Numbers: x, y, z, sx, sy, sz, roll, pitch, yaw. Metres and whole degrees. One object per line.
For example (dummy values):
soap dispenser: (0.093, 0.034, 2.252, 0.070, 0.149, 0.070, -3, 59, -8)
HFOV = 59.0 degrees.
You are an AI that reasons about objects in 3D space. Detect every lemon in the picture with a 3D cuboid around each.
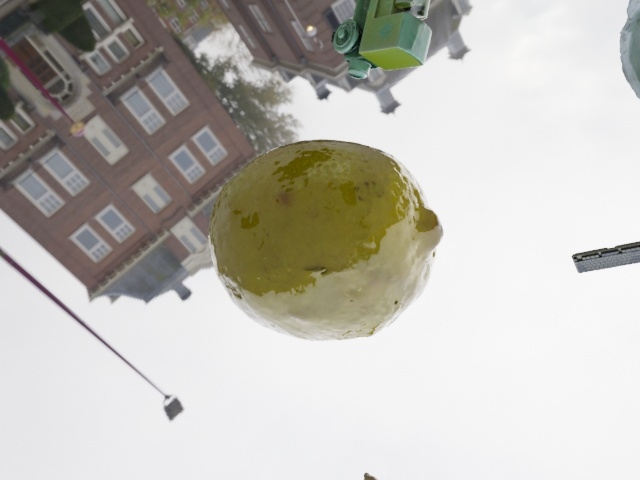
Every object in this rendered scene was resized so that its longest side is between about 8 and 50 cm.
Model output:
lemon: (0.002, 0.000, 0.696, 0.284, 0.260, 0.260, 18, -124, 21)

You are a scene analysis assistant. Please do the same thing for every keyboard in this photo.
keyboard: (0.500, 0.029, 0.963, 0.129, 0.049, 0.015, -14, -142, 30)

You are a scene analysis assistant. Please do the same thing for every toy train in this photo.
toy train: (0.054, -0.191, 0.456, 0.081, 0.050, 0.122, 11, -92, 47)

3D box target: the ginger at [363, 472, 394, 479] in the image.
ginger: (0.168, 0.469, 0.968, 0.294, 0.131, 0.086, -11, -155, 50)

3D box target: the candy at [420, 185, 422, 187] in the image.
candy: (0.162, -0.097, 1.302, 0.106, 0.094, 0.199, -37, -170, -27)

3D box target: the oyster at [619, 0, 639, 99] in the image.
oyster: (0.193, -0.093, 0.272, 0.037, 0.098, 0.100, -38, -170, -6)
